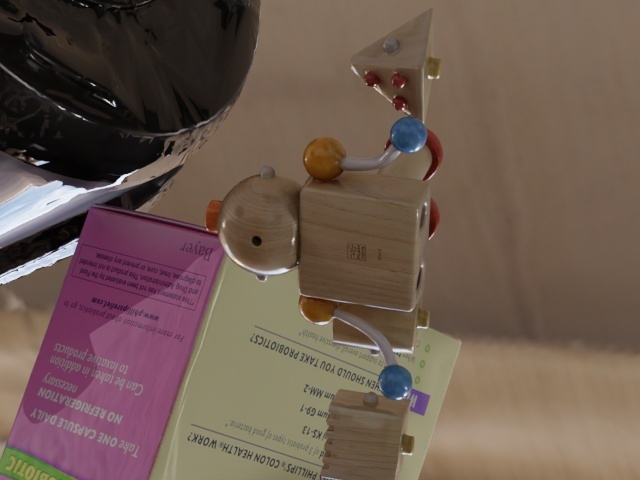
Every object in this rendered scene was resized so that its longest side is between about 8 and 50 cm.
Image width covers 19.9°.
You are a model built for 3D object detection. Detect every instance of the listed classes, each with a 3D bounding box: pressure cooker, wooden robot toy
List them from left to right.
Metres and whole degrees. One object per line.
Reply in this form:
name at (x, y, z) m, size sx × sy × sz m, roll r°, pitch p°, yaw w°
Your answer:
pressure cooker at (-0.292, -0.144, 1.108) m, size 0.420 × 0.370 × 0.375 m, roll -24°, pitch -112°, yaw 31°
wooden robot toy at (0.000, 0.000, 0.645) m, size 0.079 × 0.173 × 0.076 m, roll 6°, pitch -155°, yaw 8°

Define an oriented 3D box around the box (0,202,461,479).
box at (-0.059, 0.131, 1.023) m, size 0.117 × 0.213 × 0.243 m, roll 12°, pitch -99°, yaw 42°
